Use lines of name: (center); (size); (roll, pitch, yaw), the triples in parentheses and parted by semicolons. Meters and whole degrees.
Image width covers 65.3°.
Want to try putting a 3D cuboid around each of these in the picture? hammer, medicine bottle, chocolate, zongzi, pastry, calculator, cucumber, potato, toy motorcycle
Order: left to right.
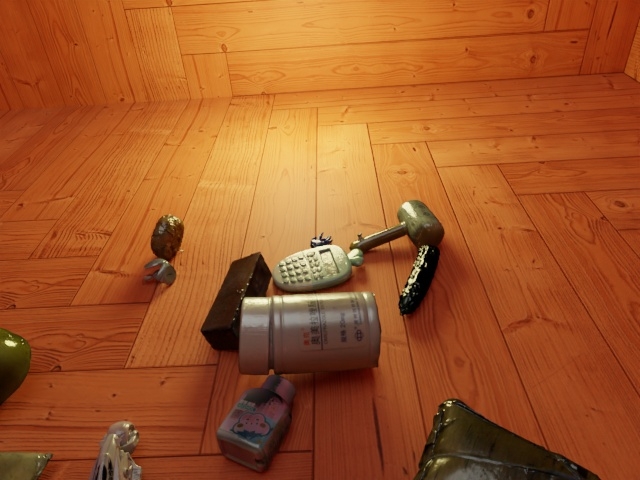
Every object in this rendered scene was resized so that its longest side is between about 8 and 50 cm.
potato: (-0.845, 0.324, 1.175); (0.304, 0.216, 0.215); (-28, 42, -32)
toy motorcycle: (-0.424, 0.475, 1.004); (0.112, 0.113, 0.254); (-7, 37, -3)
pastry: (-0.507, -0.012, 1.654); (0.081, 0.154, 0.153); (16, 40, 13)
chocolate: (-0.232, 0.171, 1.402); (0.111, 0.112, 0.321); (-11, 34, 18)
medicine bottle: (-0.129, 0.392, 1.099); (0.119, 0.095, 0.188); (12, 39, 22)
medicine bottle: (-0.032, 0.225, 1.217); (0.331, 0.190, 0.190); (-2, 36, -6)
calculator: (-0.005, 0.086, 1.556); (0.294, 0.042, 0.184); (-13, 36, -7)
hammer: (0.237, -0.024, 1.645); (0.305, 0.113, 0.202); (-18, 34, -4)
cucumber: (0.290, 0.118, 1.459); (0.072, 0.072, 0.300); (11, 40, 20)
zongzi: (0.294, 0.490, 0.864); (0.322, 0.160, 0.360); (19, 41, 30)

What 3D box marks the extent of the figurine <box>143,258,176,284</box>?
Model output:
figurine: (-0.505, 0.098, 1.575); (0.086, 0.083, 0.094); (-4, 7, 28)

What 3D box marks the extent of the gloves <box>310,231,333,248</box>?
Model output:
gloves: (0.000, 0.000, 1.684); (0.086, 0.026, 0.064); (-29, 40, -29)

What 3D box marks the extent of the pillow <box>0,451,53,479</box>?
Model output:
pillow: (-0.677, 0.545, 0.964); (0.184, 0.075, 0.303); (1, 34, 4)
